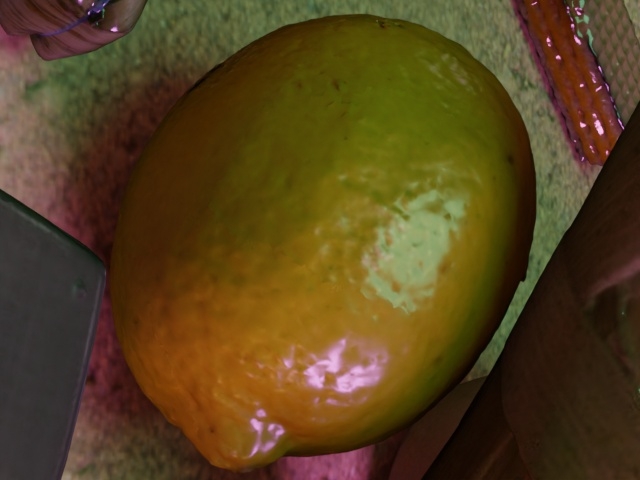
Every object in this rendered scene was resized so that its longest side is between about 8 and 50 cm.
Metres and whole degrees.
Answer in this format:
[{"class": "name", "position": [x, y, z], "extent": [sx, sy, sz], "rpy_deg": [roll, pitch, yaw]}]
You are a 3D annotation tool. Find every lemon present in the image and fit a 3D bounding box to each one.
[{"class": "lemon", "position": [0.002, -0.004, 1.018], "extent": [0.263, 0.236, 0.236], "rpy_deg": [-38, 117, -44]}]

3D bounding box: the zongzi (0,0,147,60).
[{"class": "zongzi", "position": [-0.153, -0.251, 0.938], "extent": [0.256, 0.115, 0.228], "rpy_deg": [44, 58, -34]}]

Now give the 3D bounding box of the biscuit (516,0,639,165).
[{"class": "biscuit", "position": [0.192, -0.221, 1.430], "extent": [0.094, 0.054, 0.378], "rpy_deg": [-55, 129, -41]}]

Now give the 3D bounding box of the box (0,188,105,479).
[{"class": "box", "position": [-0.238, 0.041, 0.751], "extent": [0.290, 0.166, 0.220], "rpy_deg": [34, 60, -48]}]

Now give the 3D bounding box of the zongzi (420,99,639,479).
[{"class": "zongzi", "position": [0.068, 0.149, 0.941], "extent": [0.500, 0.218, 0.467], "rpy_deg": [-31, 118, -21]}]

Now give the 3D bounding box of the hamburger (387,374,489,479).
[{"class": "hamburger", "position": [0.172, 0.227, 1.274], "extent": [0.302, 0.170, 0.302], "rpy_deg": [5, 83, -52]}]
